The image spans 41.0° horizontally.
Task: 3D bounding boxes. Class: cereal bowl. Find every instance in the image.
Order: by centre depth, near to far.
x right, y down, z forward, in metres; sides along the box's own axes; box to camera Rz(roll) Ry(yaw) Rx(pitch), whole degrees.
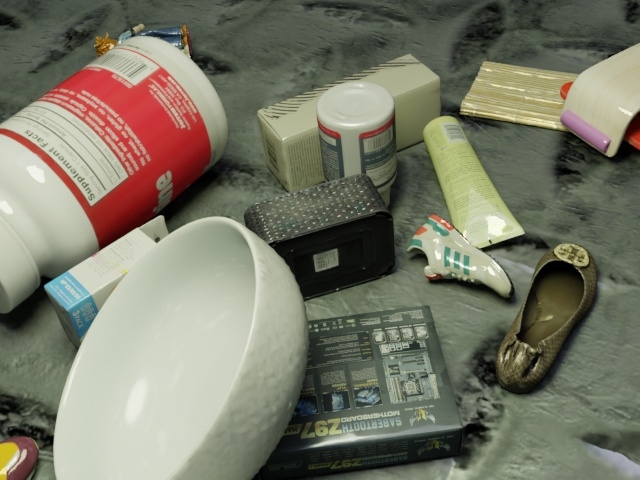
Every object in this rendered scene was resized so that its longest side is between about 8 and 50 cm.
[{"bbox_3d":[-0.132,0.151,0.929,0.339,0.141,0.339,-31,41,32],"label":"cereal bowl"}]

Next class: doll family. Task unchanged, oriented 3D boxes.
[{"bbox_3d":[-0.311,-0.327,1.506,0.163,0.118,0.263,-11,45,-4],"label":"doll family"}]

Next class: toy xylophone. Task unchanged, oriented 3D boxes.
[{"bbox_3d":[0.534,-0.225,1.298,0.323,0.081,0.236,-21,46,-14],"label":"toy xylophone"}]

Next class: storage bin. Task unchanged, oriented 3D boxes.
[{"bbox_3d":[0.000,0.000,1.134,0.180,0.122,0.084,-17,45,-10],"label":"storage bin"}]

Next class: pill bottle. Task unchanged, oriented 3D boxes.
[{"bbox_3d":[-0.337,-0.094,1.196,0.229,0.229,0.407,24,53,28],"label":"pill bottle"},{"bbox_3d":[0.054,-0.122,1.210,0.108,0.180,0.108,-3,44,3],"label":"pill bottle"}]

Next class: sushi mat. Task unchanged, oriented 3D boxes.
[{"bbox_3d":[0.400,-0.228,1.390,0.316,0.019,0.151,12,47,19],"label":"sushi mat"}]

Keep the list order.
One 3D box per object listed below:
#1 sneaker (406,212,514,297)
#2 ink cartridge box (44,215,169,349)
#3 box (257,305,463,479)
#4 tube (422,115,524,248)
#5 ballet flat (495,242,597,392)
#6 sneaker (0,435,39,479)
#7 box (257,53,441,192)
[{"bbox_3d":[0.182,0.037,1.134,0.075,0.057,0.161,-46,60,-1],"label":"sneaker"},{"bbox_3d":[-0.253,0.059,1.118,0.181,0.104,0.061,-36,52,-26],"label":"ink cartridge box"},{"bbox_3d":[0.033,0.173,1.000,0.233,0.059,0.183,-8,43,-2],"label":"box"},{"bbox_3d":[0.209,-0.081,1.243,0.062,0.070,0.240,16,40,-31],"label":"tube"},{"bbox_3d":[0.283,0.082,1.062,0.084,0.058,0.250,21,51,25],"label":"ballet flat"},{"bbox_3d":[-0.400,0.269,0.939,0.185,0.084,0.069,-35,51,-25],"label":"sneaker"},{"bbox_3d":[0.048,-0.183,1.323,0.275,0.113,0.094,-23,45,-18],"label":"box"}]
